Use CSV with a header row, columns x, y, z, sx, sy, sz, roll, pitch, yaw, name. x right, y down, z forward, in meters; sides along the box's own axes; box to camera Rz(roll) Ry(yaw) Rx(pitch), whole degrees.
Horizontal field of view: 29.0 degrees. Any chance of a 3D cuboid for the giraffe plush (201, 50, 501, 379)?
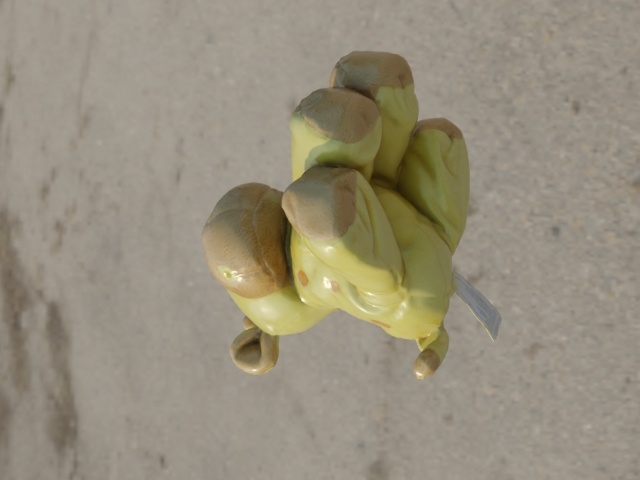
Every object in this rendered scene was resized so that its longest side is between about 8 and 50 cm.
x,y,z,sx,sy,sz,roll,pitch,yaw,name
0.000,0.000,0.818,0.170,0.181,0.210,-11,120,34,giraffe plush
